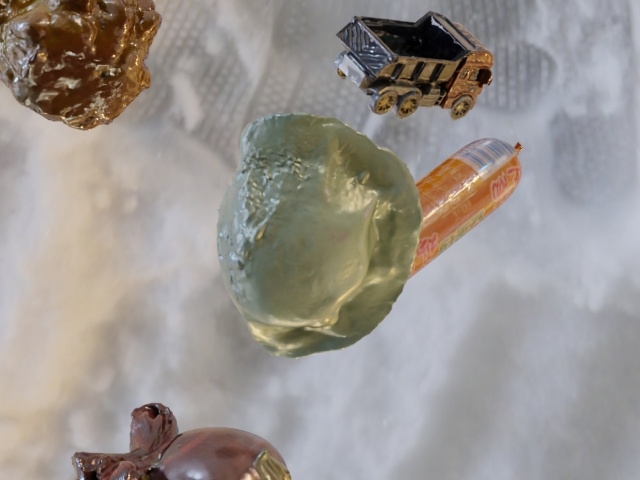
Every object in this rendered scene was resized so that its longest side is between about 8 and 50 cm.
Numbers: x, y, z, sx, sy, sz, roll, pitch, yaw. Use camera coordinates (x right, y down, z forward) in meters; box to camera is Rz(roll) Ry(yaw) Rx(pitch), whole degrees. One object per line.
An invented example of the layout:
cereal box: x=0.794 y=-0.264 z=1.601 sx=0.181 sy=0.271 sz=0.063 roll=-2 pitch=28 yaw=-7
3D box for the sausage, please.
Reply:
sausage: x=0.116 y=-0.031 z=1.509 sx=0.234 sy=0.071 sz=0.071 roll=-37 pitch=117 yaw=-26

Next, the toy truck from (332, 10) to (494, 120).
toy truck: x=0.100 y=-0.189 z=1.683 sx=0.192 sy=0.083 sz=0.092 roll=-2 pitch=131 yaw=-45

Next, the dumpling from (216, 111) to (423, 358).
dumpling: x=-0.011 y=0.007 z=1.193 sx=0.152 sy=0.108 sz=0.219 roll=12 pitch=127 yaw=24

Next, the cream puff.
cream puff: x=-0.162 y=-0.131 z=1.008 sx=0.122 sy=0.094 sz=0.116 roll=-23 pitch=136 yaw=-1

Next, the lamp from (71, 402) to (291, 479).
lamp: x=-0.128 y=0.272 z=1.629 sx=0.223 sy=0.215 sz=0.151 roll=8 pitch=105 yaw=16
